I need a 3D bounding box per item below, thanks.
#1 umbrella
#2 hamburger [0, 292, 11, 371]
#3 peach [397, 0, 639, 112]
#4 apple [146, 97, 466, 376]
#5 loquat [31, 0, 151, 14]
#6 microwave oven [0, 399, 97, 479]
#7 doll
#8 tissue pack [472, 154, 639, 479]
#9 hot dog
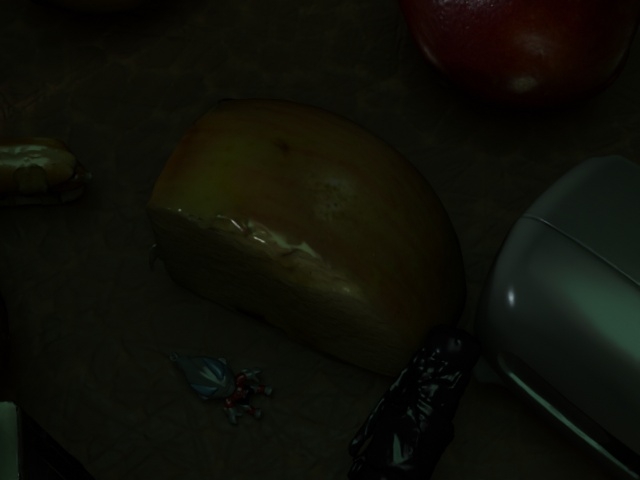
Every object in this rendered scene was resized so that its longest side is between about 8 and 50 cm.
[{"bbox_3d":[0.047,0.240,1.342,0.106,0.113,0.357,26,91,18],"label":"umbrella"},{"bbox_3d":[-0.420,0.074,1.372,0.211,0.260,0.245,-29,44,-10],"label":"hamburger"},{"bbox_3d":[0.205,-0.263,1.498,0.275,0.248,0.245,13,96,8],"label":"peach"},{"bbox_3d":[0.000,0.000,1.440,0.309,0.314,0.252,19,113,12],"label":"apple"},{"bbox_3d":[-0.261,-0.379,1.552,0.275,0.275,0.275,0,70,1],"label":"loquat"},{"bbox_3d":[-0.362,0.291,1.220,0.333,0.394,0.247,-8,70,-2],"label":"microwave oven"},{"bbox_3d":[-0.108,0.148,1.459,0.114,0.039,0.057,26,114,1],"label":"doll"},{"bbox_3d":[0.311,0.100,1.364,0.333,0.229,0.236,39,73,14],"label":"tissue pack"},{"bbox_3d":[-0.377,-0.071,1.508,0.269,0.109,0.072,-2,79,4],"label":"hot dog"}]
